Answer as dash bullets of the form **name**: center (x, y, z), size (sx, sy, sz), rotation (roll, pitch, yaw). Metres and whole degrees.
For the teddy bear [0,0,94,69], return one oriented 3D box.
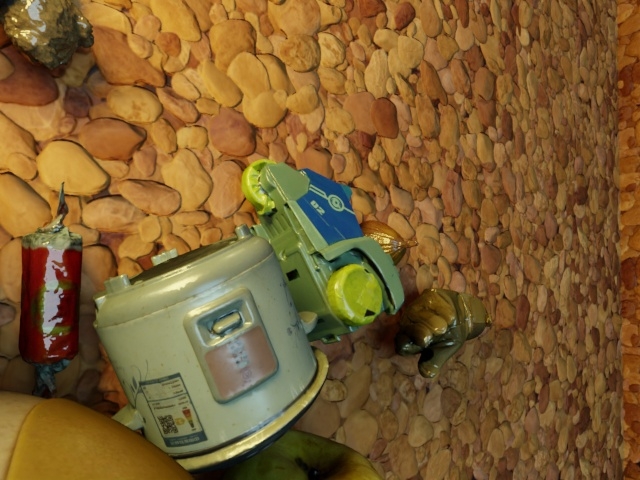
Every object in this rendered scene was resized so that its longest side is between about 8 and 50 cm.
- **teddy bear**: center (-0.383, -0.324, 0.508), size (0.251, 0.129, 0.182), rotation (51, 63, -24)

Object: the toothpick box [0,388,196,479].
- **toothpick box**: center (-0.251, 0.349, 0.332), size (0.424, 0.409, 0.409), rotation (26, 69, 4)

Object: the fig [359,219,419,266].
- **fig**: center (0.131, 0.013, 0.888), size (0.119, 0.152, 0.119), rotation (-8, 90, -67)

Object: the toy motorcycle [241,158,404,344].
- **toy motorcycle**: center (0.000, 0.000, 0.770), size (0.199, 0.191, 0.327), rotation (-22, 88, -40)

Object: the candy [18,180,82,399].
- **candy**: center (-0.339, 0.071, 0.554), size (0.059, 0.086, 0.293), rotation (3, 87, -45)

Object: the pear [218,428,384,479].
- **pear**: center (-0.029, 0.453, 0.658), size (0.303, 0.303, 0.305), rotation (2, 87, -37)

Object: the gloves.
- **gloves**: center (0.253, 0.187, 0.970), size (0.330, 0.141, 0.154), rotation (-3, 116, -47)

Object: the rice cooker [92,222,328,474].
- **rice cooker**: center (-0.139, 0.148, 0.595), size (0.316, 0.264, 0.318), rotation (2, 85, -32)
